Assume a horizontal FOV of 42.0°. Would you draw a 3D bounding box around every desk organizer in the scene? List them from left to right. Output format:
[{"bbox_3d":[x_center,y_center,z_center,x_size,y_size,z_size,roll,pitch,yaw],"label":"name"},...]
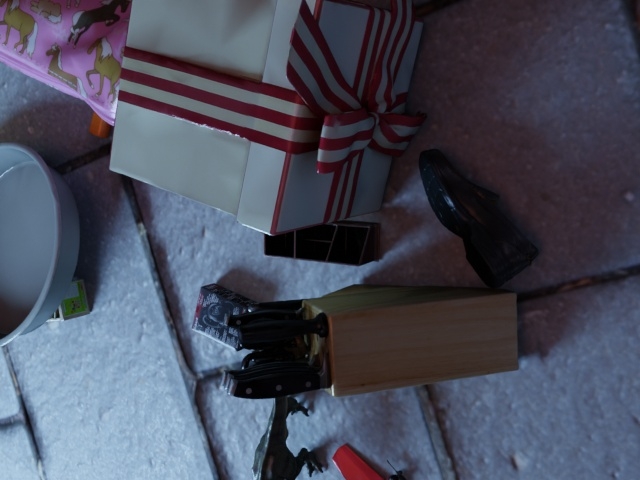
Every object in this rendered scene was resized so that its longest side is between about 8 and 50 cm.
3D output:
[{"bbox_3d":[0.000,0.000,0.977,0.130,0.050,0.047,5,100,27],"label":"desk organizer"}]

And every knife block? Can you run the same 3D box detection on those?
[{"bbox_3d":[0.042,0.109,0.861,0.276,0.242,0.088,1,99,28],"label":"knife block"}]

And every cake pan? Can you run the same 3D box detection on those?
[{"bbox_3d":[-0.443,0.008,1.175,0.293,0.054,0.293,-7,78,34],"label":"cake pan"}]

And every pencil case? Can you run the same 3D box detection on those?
[{"bbox_3d":[-0.310,-0.258,1.019,0.386,0.160,0.167,27,107,22],"label":"pencil case"}]

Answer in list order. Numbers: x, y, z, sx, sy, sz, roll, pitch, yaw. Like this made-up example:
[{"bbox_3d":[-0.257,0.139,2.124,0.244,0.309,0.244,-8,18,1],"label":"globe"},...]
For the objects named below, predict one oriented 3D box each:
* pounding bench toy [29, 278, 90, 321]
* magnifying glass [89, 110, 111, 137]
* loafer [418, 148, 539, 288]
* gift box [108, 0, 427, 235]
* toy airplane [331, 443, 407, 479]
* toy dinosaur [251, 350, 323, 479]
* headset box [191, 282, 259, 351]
[{"bbox_3d":[-0.378,0.072,1.189,0.065,0.052,0.083,-8,93,29],"label":"pounding bench toy"},{"bbox_3d":[-0.264,-0.247,1.100,0.092,0.026,0.231,28,108,22],"label":"magnifying glass"},{"bbox_3d":[0.164,-0.032,0.890,0.061,0.062,0.170,-27,74,-10],"label":"loafer"},{"bbox_3d":[-0.044,-0.166,0.862,0.258,0.255,0.276,21,113,26],"label":"gift box"},{"bbox_3d":[0.051,0.325,1.010,0.151,0.028,0.151,4,98,29],"label":"toy airplane"},{"bbox_3d":[-0.048,0.250,1.001,0.064,0.118,0.268,9,101,27],"label":"toy dinosaur"},{"bbox_3d":[-0.125,0.096,1.069,0.083,0.032,0.062,21,106,25],"label":"headset box"}]
